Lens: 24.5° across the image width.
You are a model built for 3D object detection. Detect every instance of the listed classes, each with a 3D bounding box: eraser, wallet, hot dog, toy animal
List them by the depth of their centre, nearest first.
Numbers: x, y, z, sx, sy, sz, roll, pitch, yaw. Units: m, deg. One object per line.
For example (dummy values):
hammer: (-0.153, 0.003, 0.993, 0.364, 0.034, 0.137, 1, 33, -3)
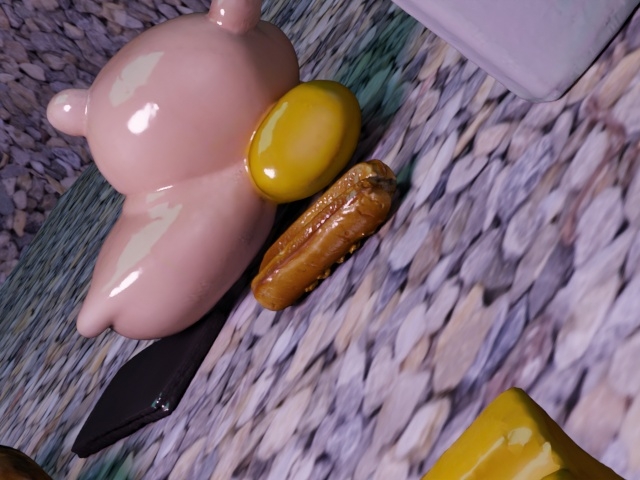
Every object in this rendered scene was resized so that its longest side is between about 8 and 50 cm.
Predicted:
eraser: (0.095, -0.248, 1.009, 0.189, 0.290, 0.104, -56, 14, 0)
hot dog: (0.000, 0.000, 1.213, 0.165, 0.045, 0.071, -44, 18, 31)
toy animal: (-0.138, -0.089, 1.440, 0.345, 0.247, 0.277, -46, 11, 11)
wallet: (-0.178, 0.144, 1.479, 0.244, 0.025, 0.124, -32, 24, 56)

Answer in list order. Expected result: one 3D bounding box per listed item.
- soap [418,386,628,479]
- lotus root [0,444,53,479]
soap: (0.010, 0.226, 0.488, 0.324, 0.096, 0.204, -49, 18, 14)
lotus root: (-0.293, 0.261, 1.261, 0.314, 0.141, 0.169, 23, 94, 64)
